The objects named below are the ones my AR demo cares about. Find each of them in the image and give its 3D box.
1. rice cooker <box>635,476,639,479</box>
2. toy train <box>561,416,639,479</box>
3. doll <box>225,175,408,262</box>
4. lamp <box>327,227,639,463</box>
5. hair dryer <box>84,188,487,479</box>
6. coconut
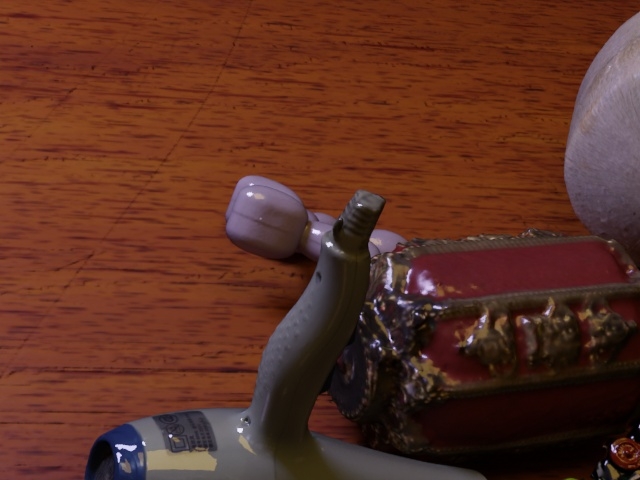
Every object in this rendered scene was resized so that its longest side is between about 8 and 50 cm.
[{"bbox_3d":[0.268,0.272,1.122,0.267,0.224,0.267,10,41,-9],"label":"rice cooker"},{"bbox_3d":[0.208,0.197,1.292,0.250,0.053,0.085,-32,68,-30],"label":"toy train"},{"bbox_3d":[0.000,0.000,1.458,0.160,0.059,0.161,21,5,-7],"label":"doll"},{"bbox_3d":[0.137,0.079,1.362,0.274,0.177,0.177,-3,42,-26],"label":"lamp"},{"bbox_3d":[0.029,0.131,1.205,0.296,0.298,0.119,30,23,-38],"label":"hair dryer"},{"bbox_3d":[0.347,-0.087,1.586,0.245,0.245,0.247,16,39,0],"label":"coconut"}]
